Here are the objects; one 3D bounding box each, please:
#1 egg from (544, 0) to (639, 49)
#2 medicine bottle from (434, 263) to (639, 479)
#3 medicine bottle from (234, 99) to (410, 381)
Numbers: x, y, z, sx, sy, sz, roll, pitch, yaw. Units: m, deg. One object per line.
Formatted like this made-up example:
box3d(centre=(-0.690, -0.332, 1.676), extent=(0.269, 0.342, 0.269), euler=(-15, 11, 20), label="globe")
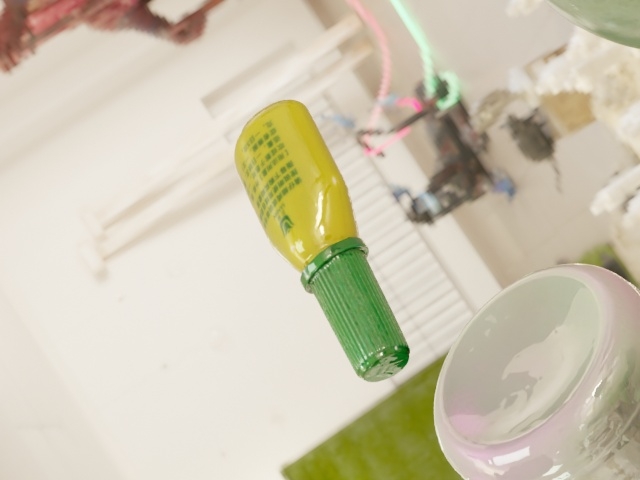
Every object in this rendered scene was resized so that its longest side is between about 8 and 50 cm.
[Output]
box3d(centre=(0.181, -0.173, 0.640), extent=(0.236, 0.169, 0.169), euler=(-10, -124, -47), label="egg")
box3d(centre=(0.285, 0.193, 1.327), extent=(0.302, 0.241, 0.241), euler=(40, -177, -28), label="medicine bottle")
box3d(centre=(0.000, 0.000, 1.311), extent=(0.111, 0.076, 0.309), euler=(-55, 48, 38), label="medicine bottle")
